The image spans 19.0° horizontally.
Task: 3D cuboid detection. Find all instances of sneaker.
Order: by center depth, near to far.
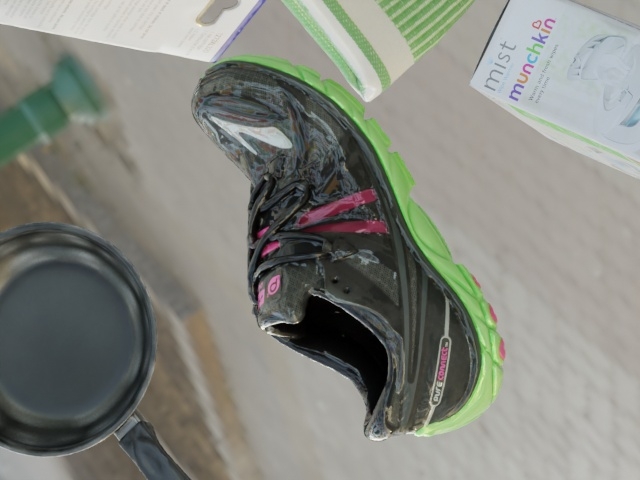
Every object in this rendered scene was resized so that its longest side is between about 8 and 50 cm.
[{"bbox_3d":[0.000,0.000,2.007,0.483,0.202,0.185,54,153,18],"label":"sneaker"}]

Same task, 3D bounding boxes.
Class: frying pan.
[{"bbox_3d":[-0.171,0.109,1.595,0.326,0.197,0.053,24,-177,12],"label":"frying pan"}]

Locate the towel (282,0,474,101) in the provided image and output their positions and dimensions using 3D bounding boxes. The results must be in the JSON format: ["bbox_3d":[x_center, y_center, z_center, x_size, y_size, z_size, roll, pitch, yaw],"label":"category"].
[{"bbox_3d":[0.061,-0.293,1.405,0.248,0.325,0.038,49,154,-24],"label":"towel"}]

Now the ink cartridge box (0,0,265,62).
[{"bbox_3d":[-0.214,-0.236,1.499,0.176,0.371,0.069,-45,43,48],"label":"ink cartridge box"}]

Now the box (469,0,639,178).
[{"bbox_3d":[0.311,-0.142,1.932,0.231,0.127,0.262,26,-177,26],"label":"box"}]
